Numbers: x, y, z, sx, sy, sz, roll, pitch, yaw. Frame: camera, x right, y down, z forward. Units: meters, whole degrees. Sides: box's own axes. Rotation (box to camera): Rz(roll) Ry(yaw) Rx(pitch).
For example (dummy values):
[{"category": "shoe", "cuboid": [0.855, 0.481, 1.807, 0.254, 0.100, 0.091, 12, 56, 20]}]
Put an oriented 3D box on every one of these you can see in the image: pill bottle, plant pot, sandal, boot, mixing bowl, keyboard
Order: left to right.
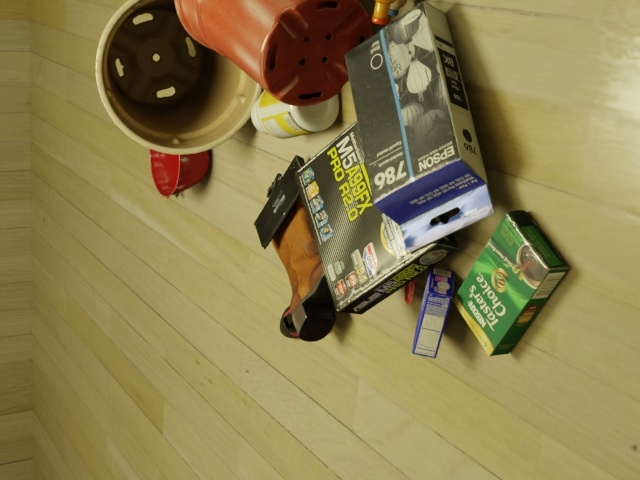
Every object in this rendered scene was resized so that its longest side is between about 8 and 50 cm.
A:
[{"category": "plant pot", "cuboid": [-0.322, -0.370, 1.968, 0.305, 0.333, 0.334, -144, 54, -64]}, {"category": "mixing bowl", "cuboid": [-0.316, -0.191, 2.157, 0.181, 0.098, 0.181, 12, 104, 58]}, {"category": "plant pot", "cuboid": [-0.066, -0.372, 1.551, 0.265, 0.272, 0.272, 52, 136, 40]}, {"category": "keyboard", "cuboid": [-0.075, -0.078, 1.787, 0.180, 0.023, 0.108, -55, 37, 30]}, {"category": "pill bottle", "cuboid": [-0.053, -0.240, 1.708, 0.184, 0.103, 0.103, 0, 94, 59]}, {"category": "sandal", "cuboid": [-0.040, 0.154, 1.806, 0.179, 0.040, 0.067, -16, 81, 59]}, {"category": "boot", "cuboid": [0.000, 0.000, 1.712, 0.280, 0.096, 0.264, -107, 30, -41]}]

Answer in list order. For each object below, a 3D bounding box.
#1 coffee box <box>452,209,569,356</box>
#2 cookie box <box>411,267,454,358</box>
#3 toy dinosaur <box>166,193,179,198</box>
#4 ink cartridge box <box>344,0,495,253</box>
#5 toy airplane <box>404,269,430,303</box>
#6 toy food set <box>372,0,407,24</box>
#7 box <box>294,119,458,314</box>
[{"category": "coffee box", "cuboid": [0.258, 0.062, 1.297, 0.113, 0.040, 0.184, 61, 142, 34]}, {"category": "cookie box", "cuboid": [0.169, 0.108, 1.409, 0.092, 0.040, 0.107, -68, -10, -65]}, {"category": "toy dinosaur", "cuboid": [-0.374, -0.141, 2.297, 0.082, 0.090, 0.047, 30, 107, 18]}, {"category": "ink cartridge box", "cuboid": [0.137, -0.164, 1.362, 0.165, 0.065, 0.333, -28, 63, 36]}, {"category": "toy airplane", "cuboid": [0.137, 0.024, 1.505, 0.151, 0.028, 0.151, 10, 101, 58]}, {"category": "toy food set", "cuboid": [0.075, -0.416, 1.459, 0.232, 0.111, 0.105, 42, 129, 48]}, {"category": "box", "cuboid": [0.080, -0.051, 1.479, 0.216, 0.060, 0.270, -37, 57, 34]}]
